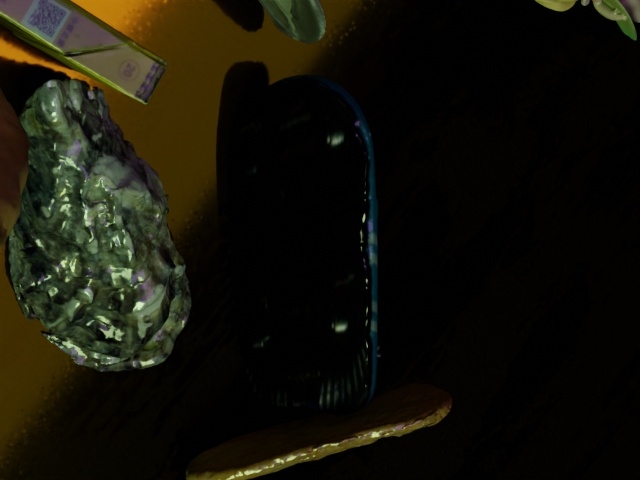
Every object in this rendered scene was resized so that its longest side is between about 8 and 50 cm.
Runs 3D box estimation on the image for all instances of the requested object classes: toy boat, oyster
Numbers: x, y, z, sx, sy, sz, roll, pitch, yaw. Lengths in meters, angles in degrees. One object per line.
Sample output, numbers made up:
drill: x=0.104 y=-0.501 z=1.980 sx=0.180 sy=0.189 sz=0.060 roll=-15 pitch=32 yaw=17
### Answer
toy boat: x=0.000 y=0.000 z=1.055 sx=0.092 sy=0.134 sz=0.299 roll=-25 pitch=118 yaw=-58
oyster: x=-0.176 y=-0.006 z=0.979 sx=0.199 sy=0.087 sz=0.252 roll=11 pitch=111 yaw=-29

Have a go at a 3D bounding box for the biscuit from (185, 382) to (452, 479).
biscuit: x=-0.001 y=0.177 z=1.058 sx=0.247 sy=0.118 sz=0.029 roll=-16 pitch=96 yaw=-1

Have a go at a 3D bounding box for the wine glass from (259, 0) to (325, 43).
wine glass: x=0.051 y=-0.277 z=0.986 sx=0.241 sy=0.126 sz=0.126 roll=-40 pitch=118 yaw=-13

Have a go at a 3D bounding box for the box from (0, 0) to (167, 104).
box: x=-0.250 y=-0.191 z=0.832 sx=0.279 sy=0.153 sz=0.041 roll=31 pitch=88 yaw=-30

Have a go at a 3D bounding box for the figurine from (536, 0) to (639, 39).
figurine: x=0.266 y=-0.245 z=1.148 sx=0.187 sy=0.083 sz=0.083 roll=7 pitch=101 yaw=-42

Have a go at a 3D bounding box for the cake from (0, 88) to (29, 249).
cake: x=-0.389 y=0.002 z=0.758 sx=0.332 sy=0.332 sz=0.321 roll=20 pitch=125 yaw=-30
